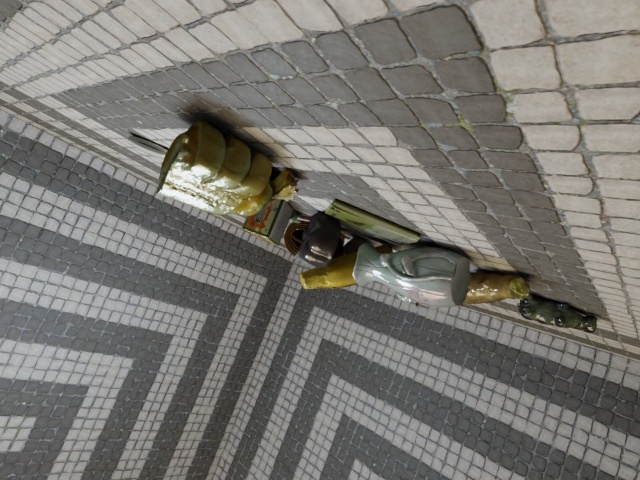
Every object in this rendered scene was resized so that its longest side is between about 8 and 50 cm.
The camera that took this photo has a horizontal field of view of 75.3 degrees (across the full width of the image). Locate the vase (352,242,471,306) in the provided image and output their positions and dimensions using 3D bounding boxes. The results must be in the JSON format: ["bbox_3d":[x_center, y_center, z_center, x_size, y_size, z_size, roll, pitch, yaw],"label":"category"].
[{"bbox_3d":[0.349,0.125,1.657,0.446,0.249,0.250,8,166,37],"label":"vase"}]

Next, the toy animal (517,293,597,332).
[{"bbox_3d":[1.013,0.318,1.748,0.343,0.106,0.168,17,171,7],"label":"toy animal"}]

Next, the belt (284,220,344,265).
[{"bbox_3d":[-0.035,0.017,2.060,0.339,0.217,0.122,29,178,40],"label":"belt"}]

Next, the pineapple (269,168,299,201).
[{"bbox_3d":[-0.126,-0.172,1.398,0.137,0.116,0.069,101,146,-60],"label":"pineapple"}]

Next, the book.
[{"bbox_3d":[0.193,-0.061,1.624,0.352,0.035,0.239,22,174,-4],"label":"book"}]

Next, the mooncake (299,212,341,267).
[{"bbox_3d":[0.000,0.000,1.807,0.133,0.244,0.245,20,173,-17],"label":"mooncake"}]

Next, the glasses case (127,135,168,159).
[{"bbox_3d":[-0.724,-0.392,1.771,0.197,0.049,0.076,22,172,-5],"label":"glasses case"}]

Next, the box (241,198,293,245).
[{"bbox_3d":[-0.242,-0.102,1.909,0.148,0.194,0.177,20,173,15],"label":"box"}]

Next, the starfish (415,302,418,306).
[{"bbox_3d":[0.501,0.152,1.816,0.302,0.084,0.293,-23,125,22],"label":"starfish"}]

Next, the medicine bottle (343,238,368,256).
[{"bbox_3d":[0.178,0.080,2.170,0.151,0.151,0.322,22,172,0],"label":"medicine bottle"}]

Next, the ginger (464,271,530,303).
[{"bbox_3d":[0.700,0.211,1.664,0.236,0.166,0.375,34,172,-27],"label":"ginger"}]

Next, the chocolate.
[{"bbox_3d":[0.125,0.135,1.921,0.446,0.162,0.162,-13,176,-9],"label":"chocolate"}]

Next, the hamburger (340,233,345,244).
[{"bbox_3d":[0.058,-0.005,2.172,0.141,0.081,0.126,22,172,-9],"label":"hamburger"}]

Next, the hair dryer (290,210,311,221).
[{"bbox_3d":[-0.079,-0.104,2.021,0.154,0.053,0.106,13,173,26],"label":"hair dryer"}]

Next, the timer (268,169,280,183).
[{"bbox_3d":[-0.203,-0.227,1.508,0.187,0.055,0.144,19,171,47],"label":"timer"}]

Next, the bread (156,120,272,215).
[{"bbox_3d":[-0.305,-0.217,1.294,0.342,0.210,0.300,19,151,-24],"label":"bread"}]
